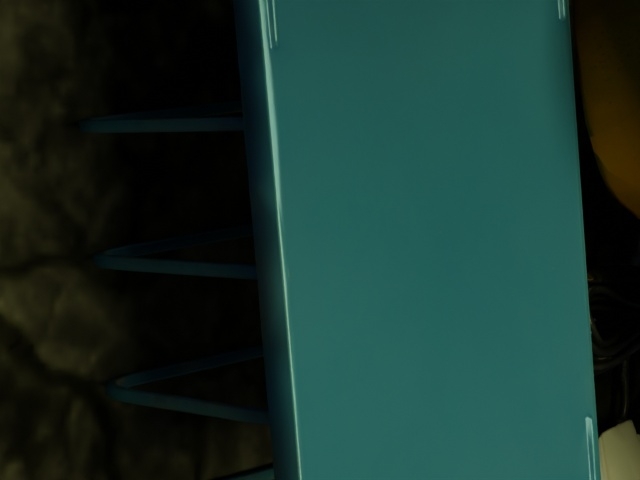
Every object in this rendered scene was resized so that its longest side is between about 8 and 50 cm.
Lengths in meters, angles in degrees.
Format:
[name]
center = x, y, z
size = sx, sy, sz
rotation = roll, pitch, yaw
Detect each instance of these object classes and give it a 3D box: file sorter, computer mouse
[file sorter]
center = 0.000, 0.000, 0.565
size = 0.118, 0.104, 0.170
rotation = -11, 99, -42
[computer mouse]
center = 0.123, 0.104, 0.721
size = 0.106, 0.042, 0.193
rotation = 2, 90, -43

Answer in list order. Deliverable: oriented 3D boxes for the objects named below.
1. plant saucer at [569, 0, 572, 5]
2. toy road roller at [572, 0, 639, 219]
[plant saucer]
center = 0.064, -0.163, 0.667
size = 0.168, 0.029, 0.168
rotation = -1, 91, -42
[toy road roller]
center = 0.229, 0.023, 0.626
size = 0.329, 0.202, 0.240
rotation = 30, 52, -59
